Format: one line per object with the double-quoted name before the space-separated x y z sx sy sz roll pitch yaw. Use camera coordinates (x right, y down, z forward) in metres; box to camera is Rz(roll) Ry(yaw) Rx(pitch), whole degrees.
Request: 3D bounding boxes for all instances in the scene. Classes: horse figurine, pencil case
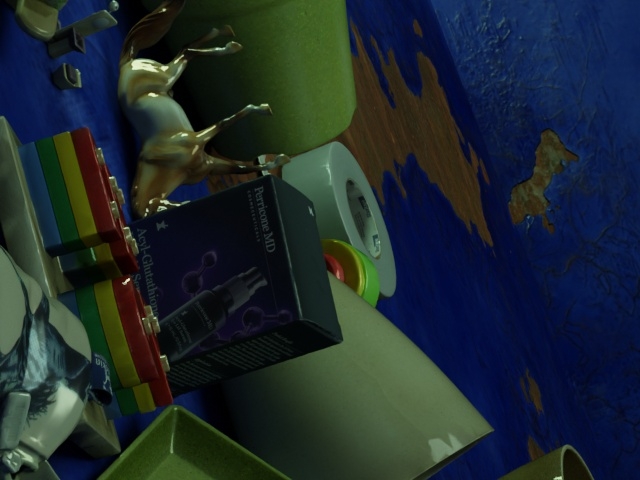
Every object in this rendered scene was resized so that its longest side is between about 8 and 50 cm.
"horse figurine" -0.149 -0.140 2.000 0.066 0.175 0.263 78 -10 -69
"pencil case" -0.306 0.019 1.264 0.183 0.160 0.410 42 -8 44

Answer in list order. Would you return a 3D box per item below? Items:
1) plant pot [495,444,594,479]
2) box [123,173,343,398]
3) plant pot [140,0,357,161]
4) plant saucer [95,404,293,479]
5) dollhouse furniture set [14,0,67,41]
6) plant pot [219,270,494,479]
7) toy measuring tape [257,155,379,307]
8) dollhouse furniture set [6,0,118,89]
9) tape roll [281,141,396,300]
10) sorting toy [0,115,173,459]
"plant pot" 0.225 0.404 2.320 0.237 0.254 0.237 57 21 -35
"box" -0.101 0.047 1.796 0.108 0.207 0.153 34 39 -63
"plant pot" -0.072 -0.240 2.193 0.276 0.276 0.253 -77 155 -61
"plant saucer" -0.101 0.249 1.698 0.188 0.045 0.188 33 27 6
"dollhouse furniture set" -0.276 -0.300 1.671 0.242 0.212 0.161 29 34 -24
"plant pot" 0.002 0.158 1.996 0.274 0.256 0.256 56 15 10
"toy measuring tape" 0.000 0.000 2.330 0.121 0.121 0.330 34 39 -63
"dollhouse furniture set" -0.251 -0.220 1.854 0.114 0.081 0.091 44 30 -55
"tape roll" 0.026 -0.017 2.490 0.219 0.072 0.219 -21 90 -74
"sorting toy" -0.194 0.039 1.583 0.257 0.089 0.255 89 -16 -78
